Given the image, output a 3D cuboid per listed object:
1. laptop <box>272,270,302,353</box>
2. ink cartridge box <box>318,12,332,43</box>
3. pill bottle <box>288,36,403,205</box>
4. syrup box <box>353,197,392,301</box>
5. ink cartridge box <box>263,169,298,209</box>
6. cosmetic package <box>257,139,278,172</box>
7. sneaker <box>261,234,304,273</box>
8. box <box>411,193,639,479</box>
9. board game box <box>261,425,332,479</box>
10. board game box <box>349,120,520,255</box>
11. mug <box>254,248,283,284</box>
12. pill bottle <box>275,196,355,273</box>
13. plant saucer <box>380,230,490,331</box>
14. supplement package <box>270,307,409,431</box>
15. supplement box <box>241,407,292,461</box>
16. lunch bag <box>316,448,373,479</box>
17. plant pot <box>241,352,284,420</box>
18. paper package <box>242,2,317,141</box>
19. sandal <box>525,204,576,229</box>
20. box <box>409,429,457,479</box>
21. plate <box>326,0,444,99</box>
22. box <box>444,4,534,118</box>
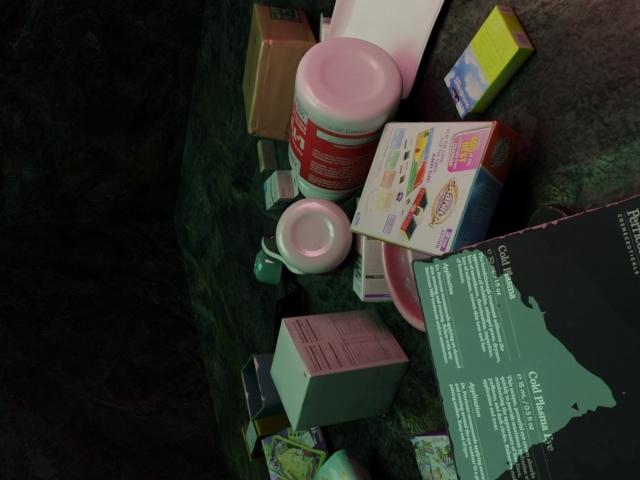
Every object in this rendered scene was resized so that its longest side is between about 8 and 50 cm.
[{"bbox_3d":[-0.142,0.260,2.025,0.264,0.137,0.234,-143,55,-60],"label":"laptop"},{"bbox_3d":[0.023,-0.457,1.620,0.261,0.066,0.296,-90,4,-62],"label":"ink cartridge box"},{"bbox_3d":[0.042,-0.253,1.387,0.407,0.229,0.229,104,154,-63],"label":"pill bottle"},{"bbox_3d":[0.135,0.021,1.402,0.093,0.096,0.236,-127,38,-75],"label":"syrup box"},{"bbox_3d":[-0.140,-0.181,2.053,0.180,0.060,0.104,148,117,-63],"label":"ink cartridge box"},{"bbox_3d":[-0.194,-0.309,2.160,0.041,0.060,0.115,146,119,-63],"label":"cosmetic package"},{"bbox_3d":[-0.106,-0.006,1.962,0.296,0.105,0.146,33,121,54],"label":"sneaker"},{"bbox_3d":[0.325,0.153,0.765,0.313,0.179,0.343,-19,74,36],"label":"box"},{"bbox_3d":[-0.046,0.745,1.820,0.056,0.208,0.346,58,-171,-54],"label":"board game box"},{"bbox_3d":[0.194,-0.097,1.090,0.316,0.064,0.242,22,93,60],"label":"board game box"},{"bbox_3d":[-0.183,0.096,2.094,0.157,0.098,0.129,103,176,-48],"label":"mug"},{"bbox_3d":[0.000,0.000,1.510,0.323,0.182,0.181,37,-134,-81],"label":"pill bottle"},{"bbox_3d":[0.238,0.020,1.208,0.332,0.084,0.332,176,90,-65],"label":"plant saucer"},{"bbox_3d":[0.040,0.315,1.468,0.198,0.263,0.199,-122,37,-47],"label":"supplement package"},{"bbox_3d":[-0.153,0.642,2.034,0.129,0.191,0.194,-116,33,-41],"label":"supplement box"},{"bbox_3d":[0.087,0.708,1.551,0.223,0.160,0.262,-121,30,-47],"label":"lunch bag"},{"bbox_3d":[-0.104,0.447,1.846,0.165,0.234,0.165,123,138,-54],"label":"plant pot"},{"bbox_3d":[-0.129,-0.515,1.781,0.324,0.168,0.309,-103,22,-51],"label":"paper package"},{"bbox_3d":[0.348,0.166,0.949,0.167,0.107,0.445,-148,57,-62],"label":"sandal"},{"bbox_3d":[0.284,0.474,1.147,0.293,0.057,0.200,131,127,-66],"label":"box"},{"bbox_3d":[0.146,-0.498,1.298,0.278,0.045,0.277,42,136,27],"label":"plate"},{"bbox_3d":[0.301,-0.317,1.068,0.178,0.043,0.109,124,138,-54],"label":"box"}]
